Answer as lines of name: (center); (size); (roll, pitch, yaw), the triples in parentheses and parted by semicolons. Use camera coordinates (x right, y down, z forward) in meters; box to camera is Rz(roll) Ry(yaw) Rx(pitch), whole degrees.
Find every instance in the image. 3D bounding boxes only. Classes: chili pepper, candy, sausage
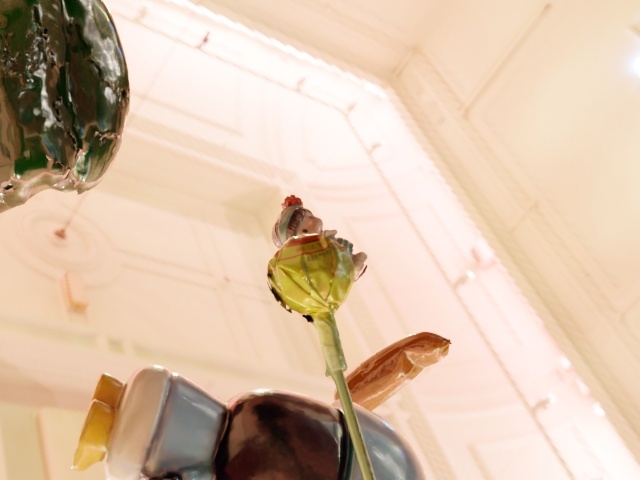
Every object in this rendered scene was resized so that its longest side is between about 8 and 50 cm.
chili pepper: (-0.342, -0.152, 1.032); (0.233, 0.248, 0.256); (-13, -88, -67)
candy: (0.010, 0.086, 0.696); (0.058, 0.062, 0.194); (18, -127, -60)
sausage: (0.086, 0.167, 1.271); (0.062, 0.183, 0.054); (37, -159, -38)

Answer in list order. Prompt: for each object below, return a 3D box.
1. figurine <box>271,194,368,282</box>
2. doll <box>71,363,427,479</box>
figurine: (0.000, 0.000, 1.010); (0.106, 0.047, 0.060); (32, -124, -9)
doll: (-0.038, 0.188, 0.799); (0.314, 0.141, 0.177); (19, -162, -9)
